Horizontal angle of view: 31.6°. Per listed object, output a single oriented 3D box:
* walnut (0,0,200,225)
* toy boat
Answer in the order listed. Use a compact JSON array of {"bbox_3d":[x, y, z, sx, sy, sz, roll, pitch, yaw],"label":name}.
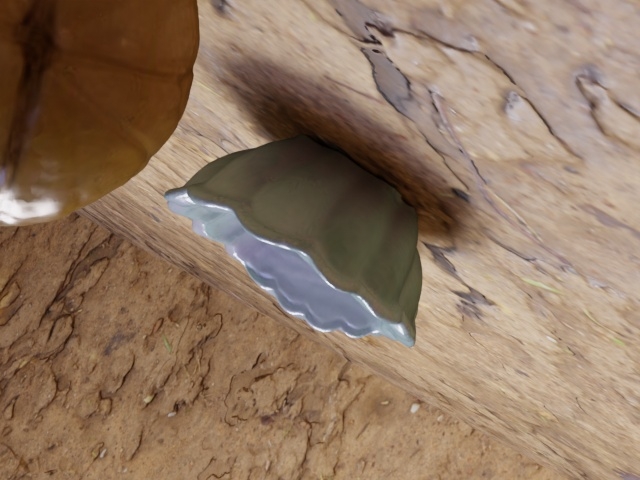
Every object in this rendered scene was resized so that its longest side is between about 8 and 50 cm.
[{"bbox_3d":[-0.159,-0.102,0.568,0.193,0.193,0.225,35,-179,-18],"label":"walnut"},{"bbox_3d":[0.000,0.000,0.823,0.199,0.100,0.290,31,170,13],"label":"toy boat"}]
